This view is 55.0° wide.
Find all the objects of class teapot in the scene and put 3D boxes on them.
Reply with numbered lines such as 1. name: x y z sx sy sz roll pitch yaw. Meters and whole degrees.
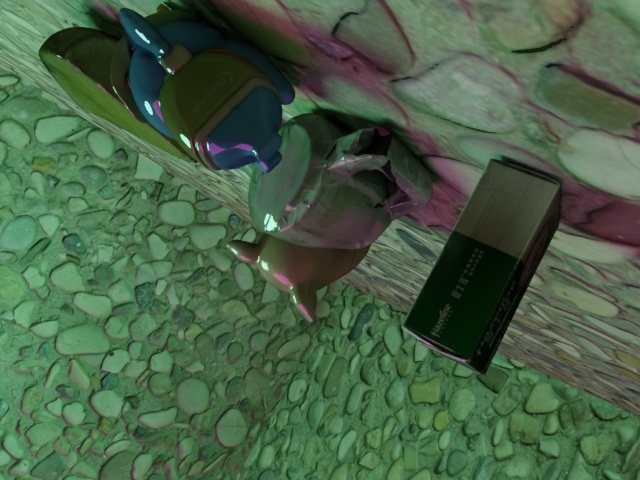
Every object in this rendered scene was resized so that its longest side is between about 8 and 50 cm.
1. teapot: 0.030 -0.081 0.807 0.178 0.221 0.163 22 -141 -39

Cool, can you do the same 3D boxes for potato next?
1. potato: -0.323 -0.264 0.991 0.269 0.112 0.255 25 169 18

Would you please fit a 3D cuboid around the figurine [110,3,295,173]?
1. figurine: -0.126 -0.160 0.697 0.262 0.154 0.180 42 -157 20

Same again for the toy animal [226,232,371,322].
1. toy animal: -0.010 0.001 0.990 0.166 0.154 0.250 25 -147 23

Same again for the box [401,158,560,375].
1. box: 0.174 0.033 0.644 0.081 0.199 0.135 24 174 25

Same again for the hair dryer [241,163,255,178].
1. hair dryer: -0.116 -0.168 1.071 0.229 0.092 0.267 33 162 33
